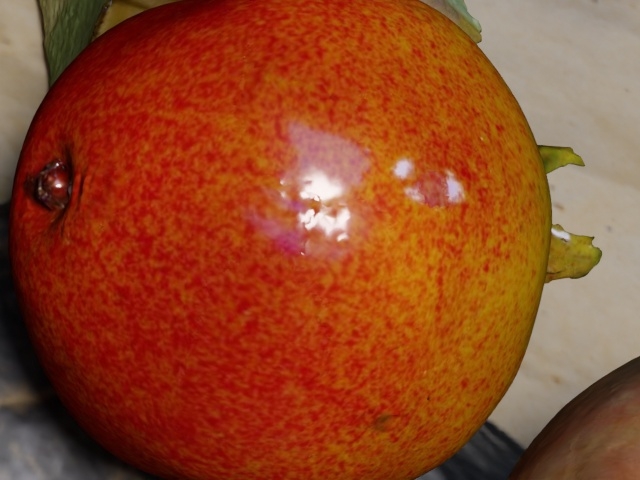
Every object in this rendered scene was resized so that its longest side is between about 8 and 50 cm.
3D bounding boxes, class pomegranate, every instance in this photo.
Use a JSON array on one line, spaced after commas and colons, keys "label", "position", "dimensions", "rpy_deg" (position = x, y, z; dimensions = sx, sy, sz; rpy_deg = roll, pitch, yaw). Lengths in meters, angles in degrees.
[{"label": "pomegranate", "position": [0.000, 0.000, 0.802], "dimensions": [0.256, 0.221, 0.221], "rpy_deg": [-4, 61, -32]}]

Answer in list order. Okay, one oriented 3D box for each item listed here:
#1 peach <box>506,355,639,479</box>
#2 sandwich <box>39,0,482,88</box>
[{"label": "peach", "position": [0.169, 0.172, 0.735], "dimensions": [0.247, 0.292, 0.292], "rpy_deg": [2, 50, 19]}, {"label": "sandwich", "position": [-0.013, -0.144, 0.885], "dimensions": [0.186, 0.220, 0.108], "rpy_deg": [2, 57, -23]}]
